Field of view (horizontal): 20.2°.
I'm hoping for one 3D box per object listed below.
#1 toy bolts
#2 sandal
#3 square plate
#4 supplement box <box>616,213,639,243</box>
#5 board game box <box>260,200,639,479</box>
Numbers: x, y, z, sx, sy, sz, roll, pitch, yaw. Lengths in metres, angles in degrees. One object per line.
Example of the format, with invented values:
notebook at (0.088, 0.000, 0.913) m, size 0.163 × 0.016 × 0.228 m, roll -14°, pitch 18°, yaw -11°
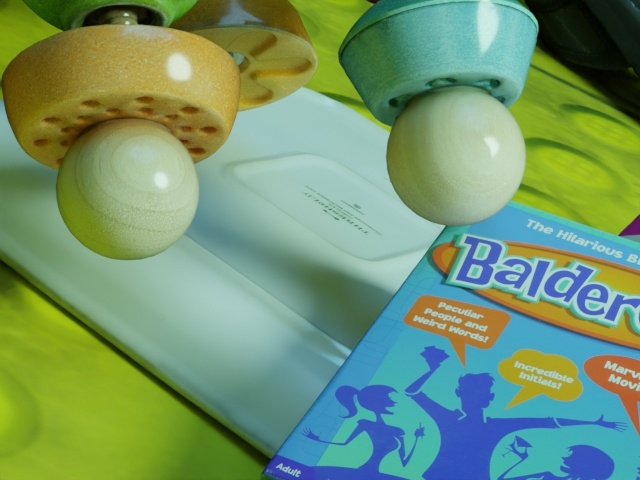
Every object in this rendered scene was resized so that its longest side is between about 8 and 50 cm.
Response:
toy bolts at (-0.011, -0.061, 0.815) m, size 0.228 × 0.159 × 0.218 m, roll -11°, pitch -20°, yaw 9°
sandal at (0.255, -0.179, 1.542) m, size 0.167 × 0.107 × 0.446 m, roll 7°, pitch 40°, yaw -37°
square plate at (0.000, 0.000, 0.930) m, size 0.347 × 0.049 × 0.344 m, roll 34°, pitch 25°, yaw 24°
supplement box at (0.265, 0.044, 0.965) m, size 0.114 × 0.111 × 0.220 m, roll 38°, pitch 13°, yaw -29°
board game box at (0.092, 0.071, 0.721) m, size 0.160 × 0.047 × 0.210 m, roll 19°, pitch 39°, yaw 18°
